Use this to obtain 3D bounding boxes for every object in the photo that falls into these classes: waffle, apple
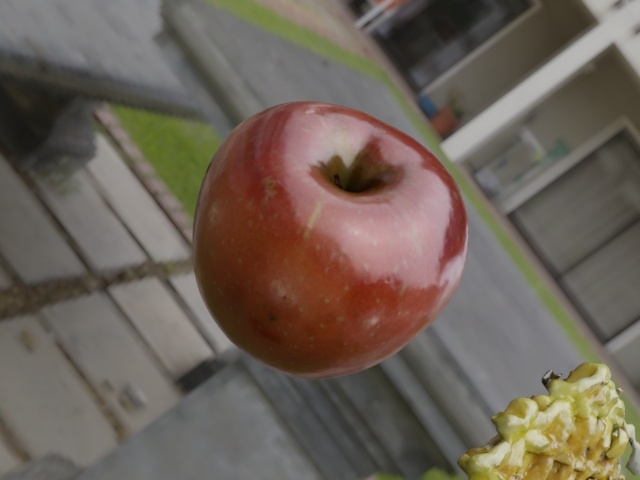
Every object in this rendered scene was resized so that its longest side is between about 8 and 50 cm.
[{"bbox_3d":[0.163,0.226,1.302,0.060,0.262,0.281,33,-44,36],"label":"waffle"},{"bbox_3d":[0.000,0.000,1.486,0.260,0.216,0.260,15,42,-14],"label":"apple"}]
